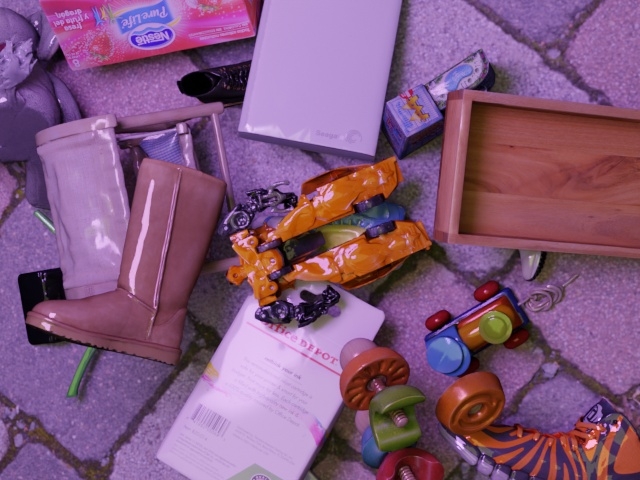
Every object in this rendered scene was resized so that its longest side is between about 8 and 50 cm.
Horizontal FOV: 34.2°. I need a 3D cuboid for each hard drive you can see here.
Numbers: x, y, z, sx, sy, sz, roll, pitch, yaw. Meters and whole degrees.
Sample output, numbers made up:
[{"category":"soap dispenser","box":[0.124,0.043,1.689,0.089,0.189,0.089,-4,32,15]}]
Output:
[{"category":"hard drive","box":[0.006,-0.284,1.543,0.203,0.040,0.307,10,79,0]}]

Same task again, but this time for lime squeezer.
[{"category":"lime squeezer","box":[-0.385,0.093,1.701,0.110,0.059,0.310,-10,92,15]}]

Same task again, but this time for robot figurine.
[{"category":"robot figurine","box":[0.000,0.000,1.503,0.291,0.085,0.211,-22,92,2]}]

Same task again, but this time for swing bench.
[{"category":"swing bench","box":[-0.266,-0.058,1.549,0.165,0.255,0.253,-8,94,57]}]

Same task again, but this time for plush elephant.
[{"category":"plush elephant","box":[-0.506,-0.247,1.629,0.272,0.255,0.330,4,135,-25]}]

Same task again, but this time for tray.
[{"category":"tray","box":[0.368,-0.084,1.435,0.411,0.076,0.202,4,94,-14]}]

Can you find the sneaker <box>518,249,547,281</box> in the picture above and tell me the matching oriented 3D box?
[{"category":"sneaker","box":[0.299,-0.021,1.544,0.075,0.057,0.161,6,88,19]}]

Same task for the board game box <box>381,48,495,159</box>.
[{"category":"board game box","box":[0.166,-0.193,1.492,0.194,0.194,0.060,-32,86,13]}]

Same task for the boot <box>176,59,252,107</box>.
[{"category":"boot","box":[-0.110,-0.245,1.580,0.198,0.137,0.076,-18,89,12]}]

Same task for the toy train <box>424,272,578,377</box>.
[{"category":"toy train","box":[0.264,0.113,1.512,0.248,0.143,0.105,-32,86,13]}]

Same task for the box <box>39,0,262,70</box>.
[{"category":"box","box":[-0.248,-0.376,1.563,0.300,0.154,0.142,-9,130,12]}]

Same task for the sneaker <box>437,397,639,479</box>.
[{"category":"sneaker","box":[0.342,0.293,1.529,0.321,0.124,0.180,28,94,-1]}]

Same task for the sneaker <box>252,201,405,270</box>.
[{"category":"sneaker","box":[0.021,-0.034,1.597,0.240,0.091,0.126,13,84,3]}]

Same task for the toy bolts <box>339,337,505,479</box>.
[{"category":"toy bolts","box":[0.125,0.235,1.475,0.218,0.158,0.228,-11,130,-21]}]

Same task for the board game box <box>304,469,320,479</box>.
[{"category":"board game box","box":[-0.105,0.555,1.668,0.390,0.050,0.390,-45,84,11]}]

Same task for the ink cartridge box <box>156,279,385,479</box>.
[{"category":"ink cartridge box","box":[-0.066,0.224,1.581,0.207,0.119,0.353,29,83,9]}]

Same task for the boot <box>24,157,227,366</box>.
[{"category":"boot","box":[-0.260,0.018,1.415,0.089,0.236,0.269,0,75,51]}]

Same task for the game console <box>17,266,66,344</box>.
[{"category":"game console","box":[-0.442,0.107,1.739,0.107,0.071,0.122,-10,91,-17]}]
